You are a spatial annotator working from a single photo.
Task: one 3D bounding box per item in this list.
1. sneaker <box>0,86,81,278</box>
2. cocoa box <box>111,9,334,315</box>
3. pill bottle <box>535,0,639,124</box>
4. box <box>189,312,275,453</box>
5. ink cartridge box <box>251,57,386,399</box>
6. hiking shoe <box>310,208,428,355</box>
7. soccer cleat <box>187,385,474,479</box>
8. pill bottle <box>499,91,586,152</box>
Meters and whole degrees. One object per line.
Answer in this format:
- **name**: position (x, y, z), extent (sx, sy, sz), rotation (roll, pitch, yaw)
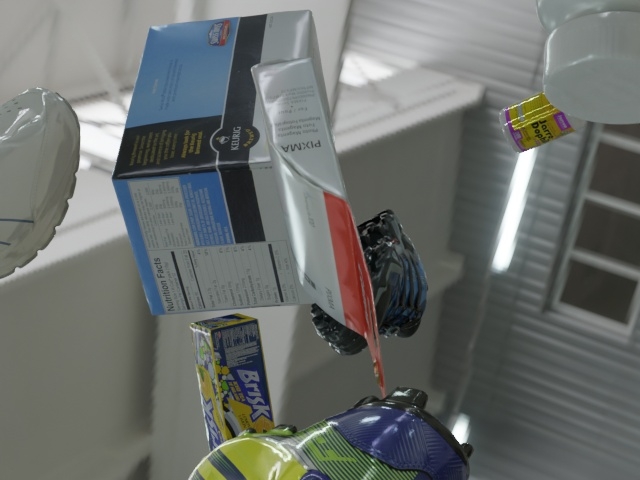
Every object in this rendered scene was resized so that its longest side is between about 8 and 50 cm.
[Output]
- **sneaker**: position (-0.305, -0.011, 1.033), extent (0.297, 0.111, 0.129), rotation (-45, -34, -9)
- **cocoa box**: position (-0.112, -0.104, 1.747), extent (0.347, 0.228, 0.231), rotation (-87, -11, -50)
- **pill bottle**: position (0.211, -0.201, 0.945), extent (0.121, 0.121, 0.221), rotation (50, -136, -62)
- **box**: position (-0.082, 0.160, 1.339), extent (0.054, 0.059, 0.169), rotation (-11, -82, -24)
- **ink cartridge box**: position (0.000, 0.000, 1.077), extent (0.189, 0.066, 0.232), rotation (80, -178, -52)
- **hiking shoe**: position (0.080, 0.067, 1.646), extent (0.132, 0.113, 0.304), rotation (52, -156, -12)
- **soccer cleat**: position (-0.028, 0.168, 0.798), extent (0.289, 0.093, 0.121), rotation (-34, 12, 51)
- **pill bottle**: position (0.201, -0.110, 1.188), extent (0.043, 0.083, 0.043), rotation (44, -146, -40)
